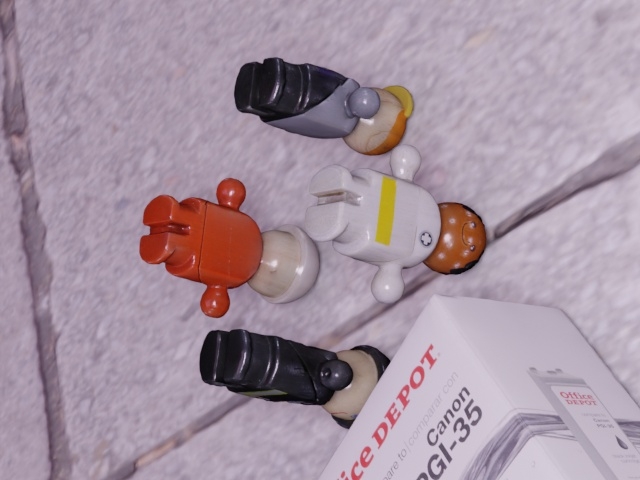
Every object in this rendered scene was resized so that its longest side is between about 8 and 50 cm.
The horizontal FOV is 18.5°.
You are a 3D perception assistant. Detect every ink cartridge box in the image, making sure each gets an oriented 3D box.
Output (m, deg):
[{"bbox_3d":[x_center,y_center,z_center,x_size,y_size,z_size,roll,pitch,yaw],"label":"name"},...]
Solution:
[{"bbox_3d":[0.120,0.199,1.151,0.207,0.117,0.283,-60,42,26],"label":"ink cartridge box"}]

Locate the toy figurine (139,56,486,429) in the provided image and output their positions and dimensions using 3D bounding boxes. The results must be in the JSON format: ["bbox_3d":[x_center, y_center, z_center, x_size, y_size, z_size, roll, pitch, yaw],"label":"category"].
[{"bbox_3d":[0.000,0.000,1.341,0.209,0.148,0.213,-56,41,21],"label":"toy figurine"}]
